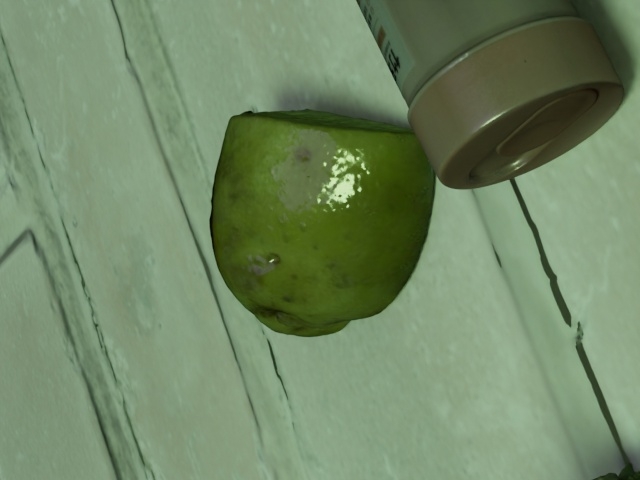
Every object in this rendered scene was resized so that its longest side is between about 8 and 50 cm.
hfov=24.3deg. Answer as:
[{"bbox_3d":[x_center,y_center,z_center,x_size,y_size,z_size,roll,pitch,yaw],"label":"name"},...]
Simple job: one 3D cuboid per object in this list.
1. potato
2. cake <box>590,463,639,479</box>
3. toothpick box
[{"bbox_3d":[0.000,0.000,0.865,0.120,0.081,0.149,14,110,53],"label":"potato"},{"bbox_3d":[0.184,0.252,0.632,0.283,0.158,0.172,34,126,40],"label":"cake"},{"bbox_3d":[0.071,-0.112,0.723,0.098,0.098,0.149,-46,62,49],"label":"toothpick box"}]
